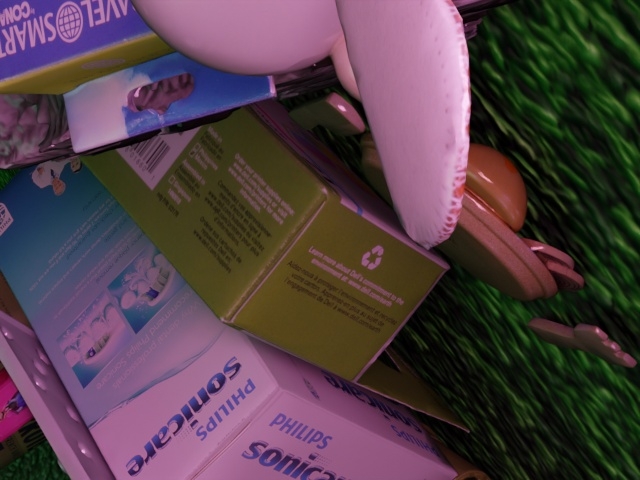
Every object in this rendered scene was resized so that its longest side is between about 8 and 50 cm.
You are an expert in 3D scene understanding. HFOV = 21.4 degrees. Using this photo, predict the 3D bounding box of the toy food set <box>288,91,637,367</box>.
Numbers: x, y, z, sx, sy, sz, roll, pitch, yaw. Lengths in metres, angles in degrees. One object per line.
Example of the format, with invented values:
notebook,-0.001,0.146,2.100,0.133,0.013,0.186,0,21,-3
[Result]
toy food set,0.074,-0.017,0.831,0.192,0.038,0.132,41,174,-11

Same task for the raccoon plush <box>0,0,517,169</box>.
raccoon plush,-0.022,-0.211,0.648,0.446,0.216,0.299,-14,93,44

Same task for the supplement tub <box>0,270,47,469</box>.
supplement tub,-0.292,0.080,1.719,0.228,0.316,0.228,53,165,21

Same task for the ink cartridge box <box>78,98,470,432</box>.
ink cartridge box,0.000,0.000,1.048,0.255,0.097,0.189,28,-167,-48

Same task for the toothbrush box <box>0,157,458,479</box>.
toothbrush box,-0.073,0.071,1.144,0.216,0.126,0.295,32,-165,-50

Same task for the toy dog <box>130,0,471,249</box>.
toy dog,0.081,-0.097,0.315,0.161,0.220,0.333,49,168,-3

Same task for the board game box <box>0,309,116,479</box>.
board game box,-0.057,0.253,1.117,0.390,0.050,0.390,53,-176,31

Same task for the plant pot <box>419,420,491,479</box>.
plant pot,0.077,0.173,1.173,0.079,0.083,0.083,17,137,53

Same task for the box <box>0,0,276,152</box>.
box,-0.075,-0.124,0.553,0.109,0.042,0.178,-11,87,44
